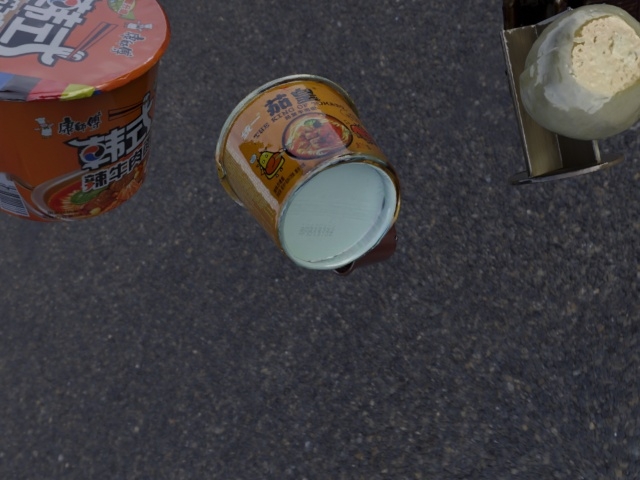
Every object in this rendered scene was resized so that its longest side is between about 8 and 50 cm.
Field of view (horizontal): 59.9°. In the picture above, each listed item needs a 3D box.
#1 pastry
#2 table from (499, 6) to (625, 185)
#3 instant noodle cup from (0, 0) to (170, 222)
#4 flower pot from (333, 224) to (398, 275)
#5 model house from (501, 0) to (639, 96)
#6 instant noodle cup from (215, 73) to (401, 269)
[{"bbox_3d":[0.314,-0.194,0.647,0.156,0.092,0.157,0,89,-3],"label":"pastry"},{"bbox_3d":[0.344,-0.213,0.832,0.167,0.167,0.227,-11,99,24],"label":"table"},{"bbox_3d":[-0.290,-0.153,0.595,0.250,0.192,0.250,8,49,-9],"label":"instant noodle cup"},{"bbox_3d":[0.068,-0.001,0.898,0.111,0.089,0.111,12,103,61],"label":"flower pot"},{"bbox_3d":[0.482,-0.378,1.001,0.282,0.317,0.297,0,43,21],"label":"model house"},{"bbox_3d":[-0.008,-0.078,0.710,0.215,0.216,0.172,-40,46,6],"label":"instant noodle cup"}]
